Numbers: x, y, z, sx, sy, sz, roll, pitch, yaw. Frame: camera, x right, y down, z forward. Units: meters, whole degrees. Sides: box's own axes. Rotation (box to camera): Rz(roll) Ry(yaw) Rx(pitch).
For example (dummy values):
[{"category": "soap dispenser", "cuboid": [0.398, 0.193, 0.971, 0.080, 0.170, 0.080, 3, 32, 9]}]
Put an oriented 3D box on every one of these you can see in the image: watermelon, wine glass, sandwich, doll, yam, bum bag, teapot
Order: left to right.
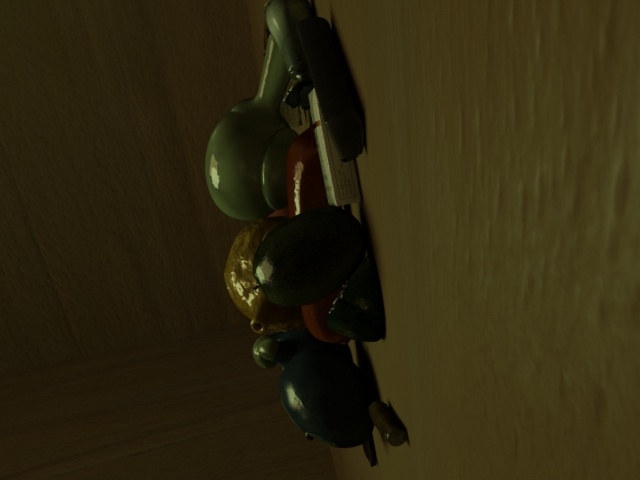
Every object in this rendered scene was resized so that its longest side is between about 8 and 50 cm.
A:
[{"category": "teapot", "cuboid": [-0.106, -0.180, 1.500, 0.318, 0.149, 0.220, 80, -151, -42]}, {"category": "sandwich", "cuboid": [-0.070, -0.319, 1.627, 0.162, 0.058, 0.193, 123, 138, -83]}, {"category": "teapot", "cuboid": [-0.045, 0.030, 1.454, 0.311, 0.203, 0.167, -64, 2, -33]}, {"category": "wine glass", "cuboid": [-0.033, -0.264, 1.224, 0.072, 0.072, 0.155, 89, 168, -66]}, {"category": "doll", "cuboid": [0.003, 0.243, 1.469, 0.228, 0.154, 0.258, 36, -161, -28]}, {"category": "bum bag", "cuboid": [0.074, 0.336, 1.641, 0.109, 0.026, 0.159, -140, 39, -82]}, {"category": "watermelon", "cuboid": [0.061, 0.096, 1.178, 0.075, 0.092, 0.181, 33, 161, 9]}, {"category": "yam", "cuboid": [0.090, 0.250, 1.197, 0.145, 0.032, 0.032, -151, 50, -83]}]

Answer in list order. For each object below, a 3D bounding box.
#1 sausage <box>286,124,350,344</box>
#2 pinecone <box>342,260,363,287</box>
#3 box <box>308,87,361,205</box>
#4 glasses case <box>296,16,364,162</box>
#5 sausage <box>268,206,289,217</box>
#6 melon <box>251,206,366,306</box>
[{"category": "sausage", "cuboid": [0.000, 0.000, 1.315, 0.097, 0.094, 0.348, -128, 27, -67]}, {"category": "pinecone", "cuboid": [0.019, 0.032, 1.235, 0.077, 0.083, 0.077, 31, 126, 56]}, {"category": "box", "cuboid": [0.017, -0.123, 1.147, 0.084, 0.040, 0.154, -133, 33, -85]}, {"category": "glasses case", "cuboid": [0.012, -0.184, 1.043, 0.072, 0.042, 0.191, 74, -179, -51]}, {"category": "sausage", "cuboid": [-0.094, -0.100, 2.174, 0.113, 0.113, 0.259, 89, 168, -66]}, {"category": "melon", "cuboid": [-0.019, 0.023, 1.143, 0.114, 0.167, 0.114, 61, 177, 5]}]
